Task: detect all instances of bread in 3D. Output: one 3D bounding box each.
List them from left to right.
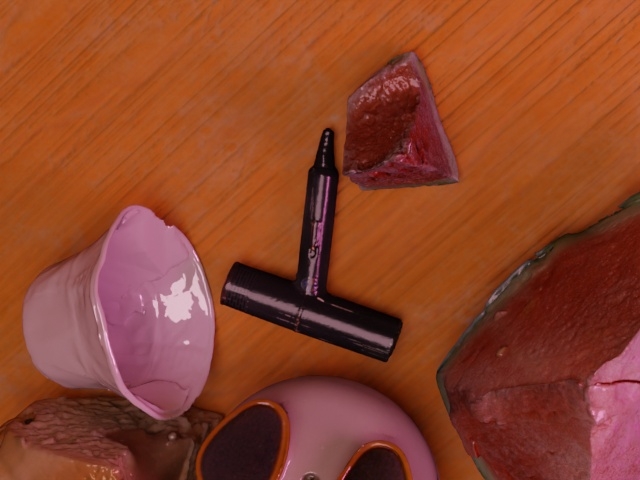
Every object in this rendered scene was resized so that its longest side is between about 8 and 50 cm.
[{"bbox_3d":[-0.232,0.262,1.898,0.211,0.183,0.224,13,101,10],"label":"bread"}]

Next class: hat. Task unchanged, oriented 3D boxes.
[{"bbox_3d":[-0.201,0.077,1.871,0.126,0.203,0.203,-11,100,29],"label":"hat"}]

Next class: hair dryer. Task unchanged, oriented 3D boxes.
[{"bbox_3d":[0.015,0.000,1.867,0.173,0.050,0.194,20,102,4],"label":"hair dryer"}]

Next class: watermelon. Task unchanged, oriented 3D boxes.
[{"bbox_3d":[0.067,-0.073,1.800,0.098,0.158,0.121,-19,125,14],"label":"watermelon"},{"bbox_3d":[0.245,0.086,1.770,0.222,0.319,0.292,31,66,32],"label":"watermelon"}]

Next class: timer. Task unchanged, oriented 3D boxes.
[{"bbox_3d":[0.000,0.251,1.867,0.234,0.240,0.233,-2,71,6],"label":"timer"}]
